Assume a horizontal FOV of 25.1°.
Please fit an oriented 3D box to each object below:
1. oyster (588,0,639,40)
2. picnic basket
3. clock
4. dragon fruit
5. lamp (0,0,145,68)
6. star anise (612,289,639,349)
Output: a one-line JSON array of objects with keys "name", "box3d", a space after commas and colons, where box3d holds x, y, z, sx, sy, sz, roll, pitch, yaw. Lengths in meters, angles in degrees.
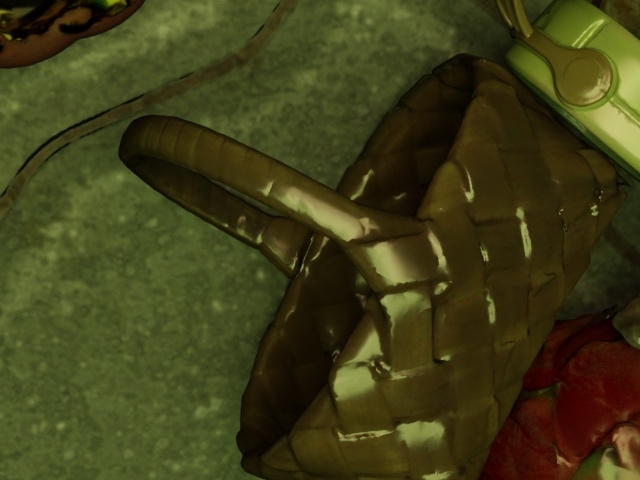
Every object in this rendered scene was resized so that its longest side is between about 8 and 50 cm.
[{"name": "oyster", "box3d": [0.301, -0.216, 1.080, 0.166, 0.110, 0.341, 43, 109, -8]}, {"name": "picnic basket", "box3d": [0.000, 0.000, 1.013, 0.337, 0.293, 0.337, 0, 90, -14]}, {"name": "clock", "box3d": [0.197, -0.110, 1.003, 0.232, 0.170, 0.069, 40, 99, -8]}, {"name": "dragon fruit", "box3d": [0.234, 0.167, 1.111, 0.299, 0.244, 0.244, -46, 105, -19]}, {"name": "lamp", "box3d": [-0.231, -0.258, 0.955, 0.305, 0.240, 0.305, -19, 149, -12]}, {"name": "star anise", "box3d": [0.333, 0.038, 0.978, 0.212, 0.283, 0.129, 14, 84, -10]}]
